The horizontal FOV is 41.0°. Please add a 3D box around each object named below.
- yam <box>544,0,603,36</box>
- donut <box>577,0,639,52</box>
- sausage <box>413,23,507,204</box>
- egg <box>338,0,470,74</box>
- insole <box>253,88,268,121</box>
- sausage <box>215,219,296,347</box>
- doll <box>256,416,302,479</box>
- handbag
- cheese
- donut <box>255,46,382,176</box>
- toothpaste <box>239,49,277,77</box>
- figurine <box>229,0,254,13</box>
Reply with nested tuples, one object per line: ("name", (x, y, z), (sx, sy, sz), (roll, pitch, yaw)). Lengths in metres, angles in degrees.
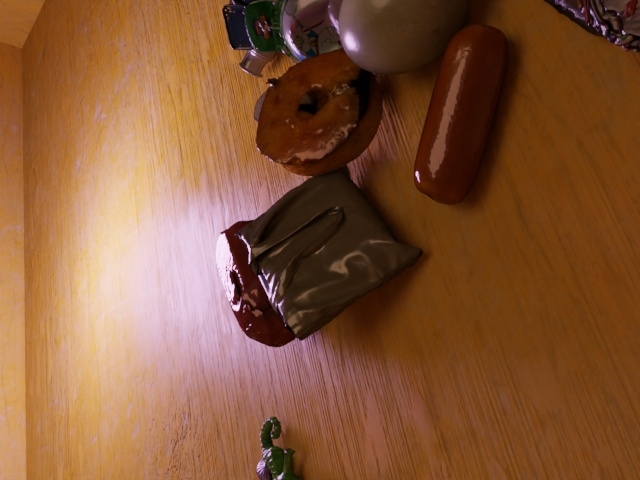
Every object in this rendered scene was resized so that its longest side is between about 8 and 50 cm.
("yam", (0.321, -0.387, 1.224), (0.071, 0.067, 0.317), (-48, 43, 16))
("donut", (0.418, -0.327, 1.017), (0.235, 0.089, 0.235), (-9, 76, 39))
("sausage", (0.211, -0.190, 1.292), (0.105, 0.105, 0.275), (20, 96, 56))
("egg", (0.135, -0.373, 1.382), (0.253, 0.186, 0.187), (-40, 49, 42))
("insole", (-0.079, -0.295, 1.830), (0.253, 0.005, 0.086), (4, 83, 56))
("sausage", (-0.109, 0.077, 1.624), (0.152, 0.152, 0.280), (-55, 40, 29))
("doll", (-0.076, 0.405, 1.561), (0.115, 0.050, 0.190), (-64, 34, 25))
("handbag", (-0.002, 0.004, 1.466), (0.253, 0.109, 0.316), (-36, 45, 1))
("cheese", (-0.037, -0.401, 1.613), (0.320, 0.204, 0.083), (4, 38, 21))
("donut", (-0.002, -0.227, 1.531), (0.253, 0.118, 0.254), (-18, 47, 20))
("toothpaste", (-0.073, -0.503, 1.844), (0.323, 0.066, 0.100), (-57, 45, 20))
("figurine", (-0.061, -0.502, 1.716), (0.197, 0.175, 0.265), (52, 127, 15))
